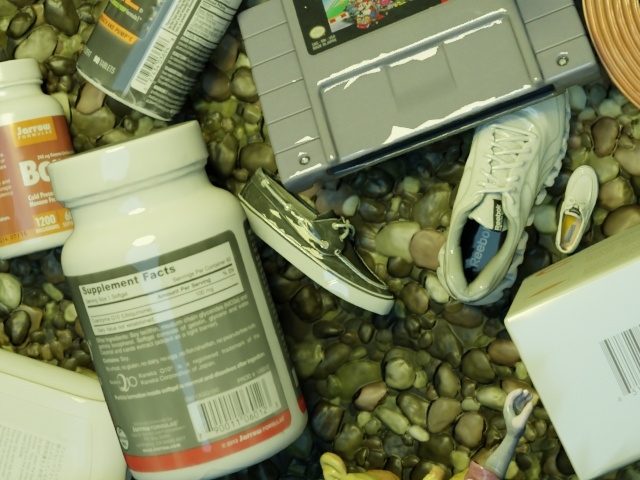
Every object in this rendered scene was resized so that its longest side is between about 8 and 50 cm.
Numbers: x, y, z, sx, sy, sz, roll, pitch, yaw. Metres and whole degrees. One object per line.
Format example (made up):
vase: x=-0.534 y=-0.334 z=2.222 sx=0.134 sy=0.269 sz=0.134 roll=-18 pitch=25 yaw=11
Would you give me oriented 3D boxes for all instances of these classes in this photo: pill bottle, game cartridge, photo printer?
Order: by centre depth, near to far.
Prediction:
game cartridge: x=0.096 y=-0.215 z=1.538 sx=0.355 sy=0.068 sz=0.230 roll=-21 pitch=72 yaw=12
pill bottle: x=-0.160 y=0.065 z=1.557 sx=0.210 sy=0.210 sz=0.363 roll=-15 pitch=97 yaw=12
pill bottle: x=-0.160 y=-0.267 z=1.587 sx=0.130 sy=0.130 sz=0.246 roll=31 pitch=99 yaw=7
pill bottle: x=-0.343 y=-0.094 z=1.641 sx=0.121 sy=0.121 sz=0.216 roll=-14 pitch=92 yaw=12
photo printer: x=-0.374 y=0.258 z=1.684 sx=0.307 sy=0.107 sz=0.256 roll=15 pitch=98 yaw=9

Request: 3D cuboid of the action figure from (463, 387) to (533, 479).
action figure: x=0.205 y=0.342 z=1.493 sx=0.370 sy=0.248 sz=0.276 roll=25 pitch=126 yaw=-27

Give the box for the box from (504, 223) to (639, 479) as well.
box: x=0.320 y=0.086 z=1.409 sx=0.215 sy=0.345 sz=0.168 roll=-26 pitch=90 yaw=12

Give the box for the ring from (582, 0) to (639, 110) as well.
ring: x=0.438 y=-0.265 z=1.491 sx=0.336 sy=0.032 sz=0.337 roll=0 pitch=90 yaw=0

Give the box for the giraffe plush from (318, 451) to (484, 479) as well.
giraffe plush: x=0.078 y=0.313 z=1.580 sx=0.170 sy=0.210 sz=0.181 roll=10 pitch=82 yaw=37

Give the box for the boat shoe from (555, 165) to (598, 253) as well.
boat shoe: x=0.280 y=-0.033 z=1.566 sx=0.035 sy=0.035 sz=0.100 roll=19 pitch=98 yaw=9

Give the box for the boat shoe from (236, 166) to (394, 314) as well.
boat shoe: x=0.000 y=0.000 z=1.603 sx=0.219 sy=0.078 sz=0.070 roll=36 pitch=102 yaw=8

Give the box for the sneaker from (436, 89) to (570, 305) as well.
sneaker: x=0.198 y=-0.066 z=1.540 sx=0.110 sy=0.118 sz=0.292 roll=15 pitch=96 yaw=12
